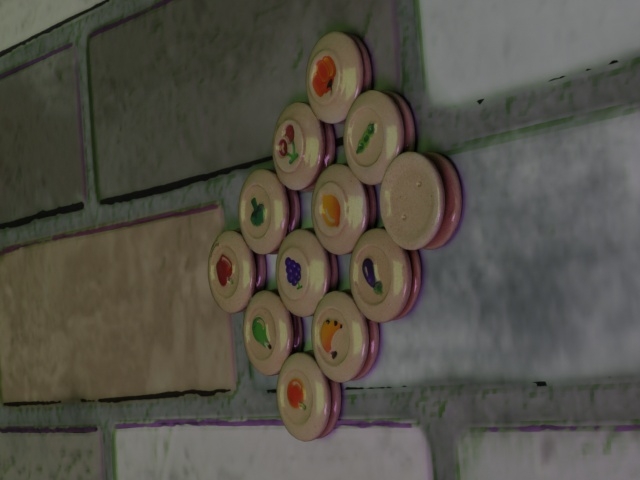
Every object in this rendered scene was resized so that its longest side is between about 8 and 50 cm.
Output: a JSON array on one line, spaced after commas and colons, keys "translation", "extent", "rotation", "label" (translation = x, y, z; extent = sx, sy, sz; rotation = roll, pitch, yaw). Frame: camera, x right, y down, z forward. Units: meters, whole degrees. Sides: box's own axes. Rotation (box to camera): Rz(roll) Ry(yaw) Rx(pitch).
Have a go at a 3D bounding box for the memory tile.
[{"translation": [0.000, 0.000, 0.649], "extent": [0.113, 0.012, 0.148], "rotation": [59, 135, 35], "label": "memory tile"}]
